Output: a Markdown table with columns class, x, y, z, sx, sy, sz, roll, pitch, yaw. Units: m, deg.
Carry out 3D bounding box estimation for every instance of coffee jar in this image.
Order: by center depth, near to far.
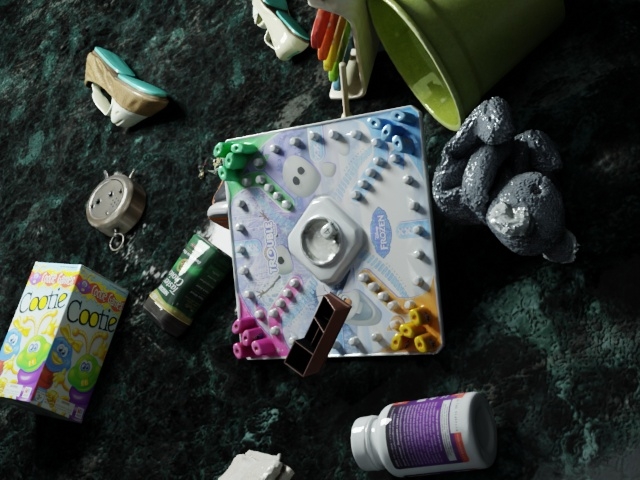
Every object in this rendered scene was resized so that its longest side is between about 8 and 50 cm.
| class | x | y | z | sx | sy | sz | roll | pitch | yaw |
| --- | --- | --- | --- | --- | --- | --- | --- | --- | --- |
| coffee jar | -0.249 | 0.085 | 1.759 | 0.096 | 0.079 | 0.184 | 32 | 85 | 42 |

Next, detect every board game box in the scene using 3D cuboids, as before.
| class | x | y | z | sx | sy | sz | roll | pitch | yaw |
| --- | --- | --- | --- | --- | --- | --- | --- | --- | --- |
| board game box | 0.000 | 0.000 | 1.540 | 0.390 | 0.050 | 0.390 | -6 | 89 | 32 |
| board game box | -0.513 | 0.196 | 1.832 | 0.144 | 0.142 | 0.275 | 1 | 65 | 35 |

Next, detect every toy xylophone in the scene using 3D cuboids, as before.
| class | x | y | z | sx | sy | sz | roll | pitch | yaw |
| --- | --- | --- | --- | --- | --- | --- | --- | --- | --- |
| toy xylophone | 0.041 | -0.352 | 1.678 | 0.081 | 0.322 | 0.236 | 10 | 60 | 13 |

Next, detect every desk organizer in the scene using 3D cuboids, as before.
| class | x | y | z | sx | sy | sz | roll | pitch | yaw |
| --- | --- | --- | --- | --- | --- | --- | --- | --- | --- |
| desk organizer | -0.005 | 0.150 | 1.489 | 0.047 | 0.050 | 0.130 | 33 | 110 | 25 |

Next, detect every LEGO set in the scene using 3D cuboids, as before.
| class | x | y | z | sx | sy | sz | roll | pitch | yaw |
| --- | --- | --- | --- | --- | --- | --- | --- | --- | --- |
| LEGO set | -0.214 | -0.152 | 1.915 | 0.083 | 0.023 | 0.054 | -11 | 55 | 45 |

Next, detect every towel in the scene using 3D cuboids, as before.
| class | x | y | z | sx | sy | sz | roll | pitch | yaw |
| --- | --- | --- | --- | --- | --- | --- | --- | --- | --- |
| towel | -0.162 | 0.440 | 1.425 | 0.282 | 0.049 | 0.187 | -52 | 13 | -22 |

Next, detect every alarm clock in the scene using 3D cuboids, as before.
| class | x | y | z | sx | sy | sz | roll | pitch | yaw |
| --- | --- | --- | --- | --- | --- | --- | --- | --- | --- |
| alarm clock | -0.435 | -0.061 | 1.986 | 0.129 | 0.064 | 0.192 | -26 | 56 | 20 |

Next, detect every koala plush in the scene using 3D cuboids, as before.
| class | x | y | z | sx | sy | sz | roll | pitch | yaw |
| --- | --- | --- | --- | --- | --- | --- | --- | --- | --- |
| koala plush | 0.290 | -0.058 | 1.413 | 0.203 | 0.196 | 0.221 | -48 | 48 | 18 |

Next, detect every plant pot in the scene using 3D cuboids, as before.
| class | x | y | z | sx | sy | sz | roll | pitch | yaw |
| --- | --- | --- | --- | --- | --- | --- | --- | --- | --- |
| plant pot | 0.257 | -0.369 | 1.577 | 0.254 | 0.276 | 0.276 | -35 | 49 | -2 |

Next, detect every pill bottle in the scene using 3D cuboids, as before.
| class | x | y | z | sx | sy | sz | roll | pitch | yaw |
| --- | --- | --- | --- | --- | --- | --- | --- | --- | --- |
| pill bottle | 0.147 | 0.284 | 1.352 | 0.193 | 0.108 | 0.108 | -14 | 57 | 27 |

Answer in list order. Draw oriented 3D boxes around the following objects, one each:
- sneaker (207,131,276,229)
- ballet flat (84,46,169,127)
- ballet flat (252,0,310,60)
| class | x | y | z | sx | sy | sz | roll | pitch | yaw |
| --- | --- | --- | --- | --- | --- | --- | --- | --- | --- |
| sneaker | -0.067 | -0.116 | 1.719 | 0.321 | 0.124 | 0.180 | 2 | 66 | 35 |
| ballet flat | -0.453 | -0.332 | 2.132 | 0.342 | 0.116 | 0.124 | 37 | 108 | 42 |
| ballet flat | -0.102 | -0.466 | 1.983 | 0.086 | 0.086 | 0.248 | -36 | 50 | 12 |
